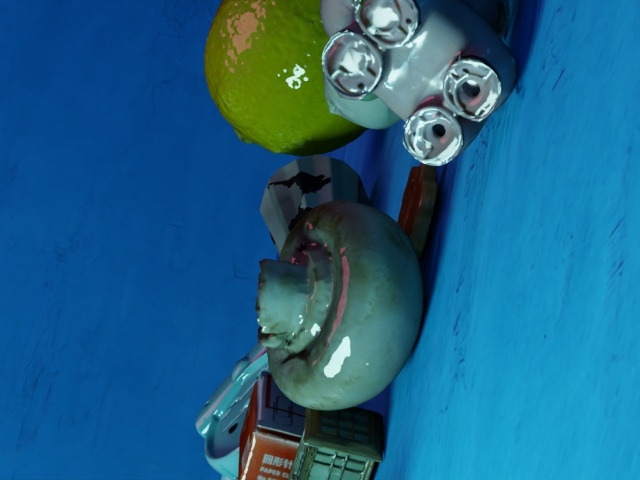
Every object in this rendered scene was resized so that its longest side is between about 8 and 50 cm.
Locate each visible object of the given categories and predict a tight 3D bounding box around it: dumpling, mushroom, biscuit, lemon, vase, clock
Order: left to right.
[{"bbox_3d":[-0.069,0.240,2.210,0.223,0.094,0.274,-50,19,10],"label":"clock"},{"bbox_3d":[-0.021,-0.296,2.513,0.336,0.336,0.336,-165,90,-85],"label":"lemon"},{"bbox_3d":[0.000,0.000,2.293,0.360,0.165,0.165,-99,24,-68],"label":"vase"},{"bbox_3d":[0.009,0.064,1.715,0.226,0.178,0.226,-51,27,40],"label":"mushroom"},{"bbox_3d":[0.093,-0.236,2.124,0.179,0.131,0.252,-44,7,-13],"label":"dumpling"},{"bbox_3d":[0.107,-0.024,1.829,0.184,0.027,0.133,144,138,-85],"label":"biscuit"}]

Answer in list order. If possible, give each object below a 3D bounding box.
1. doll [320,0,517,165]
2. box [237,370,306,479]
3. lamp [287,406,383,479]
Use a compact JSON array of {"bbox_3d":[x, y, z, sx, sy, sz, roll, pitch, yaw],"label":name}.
[{"bbox_3d":[0.118,-0.218,1.600,0.284,0.216,0.268,-50,-5,38],"label":"doll"},{"bbox_3d":[-0.026,0.242,1.930,0.182,0.133,0.099,-89,16,-75],"label":"box"},{"bbox_3d":[-0.014,0.332,1.804,0.090,0.089,0.325,-87,11,-61],"label":"lamp"}]
